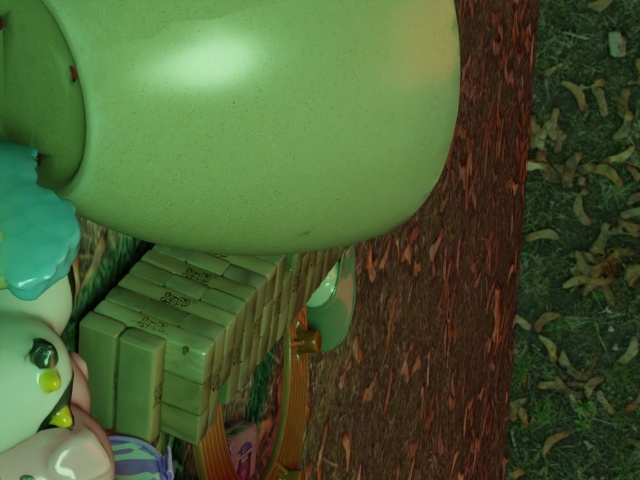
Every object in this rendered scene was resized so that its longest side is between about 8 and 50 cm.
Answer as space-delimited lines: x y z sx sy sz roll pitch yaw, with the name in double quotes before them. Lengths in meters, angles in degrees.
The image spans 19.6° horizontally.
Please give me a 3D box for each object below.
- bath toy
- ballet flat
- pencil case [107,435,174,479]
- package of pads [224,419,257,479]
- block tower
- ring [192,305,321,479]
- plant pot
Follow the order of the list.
"bath toy" -0.162 0.103 1.059 0.348 0.129 0.151 83 22 -48
"ballet flat" 0.000 0.000 1.806 0.068 0.072 0.213 18 79 -48
"pencil case" -0.132 0.222 1.318 0.206 0.088 0.086 81 4 -51
"package of pads" -0.080 0.191 1.628 0.083 0.032 0.050 -28 120 -74
"block tower" -0.061 0.020 1.384 0.335 0.091 0.097 -52 157 -49
"ring" -0.049 0.106 1.619 0.336 0.032 0.336 0 90 -74
"plant pot" -0.085 -0.110 1.057 0.191 0.284 0.284 -19 124 -33
